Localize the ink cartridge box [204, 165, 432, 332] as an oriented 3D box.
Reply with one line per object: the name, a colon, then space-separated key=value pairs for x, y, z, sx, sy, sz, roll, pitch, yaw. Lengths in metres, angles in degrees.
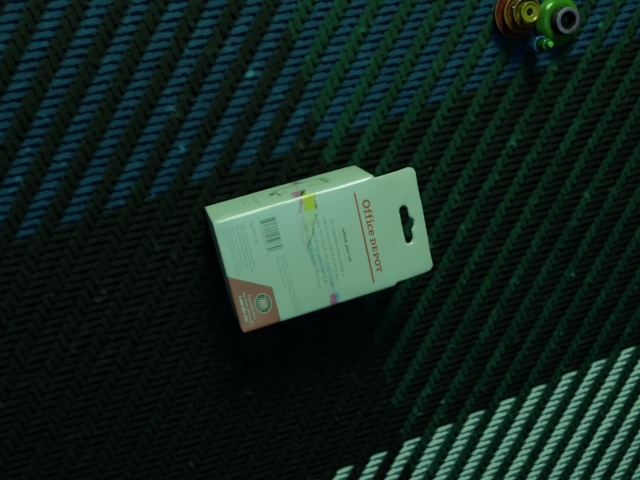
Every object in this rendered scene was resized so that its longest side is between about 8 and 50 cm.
ink cartridge box: x=0.000 y=0.000 z=0.735 sx=0.198 sy=0.067 sz=0.115 roll=-16 pitch=108 yaw=-10

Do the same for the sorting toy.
sorting toy: x=0.224 y=-0.219 z=0.757 sx=0.102 sy=0.042 sz=0.061 roll=2 pitch=104 yaw=-17
